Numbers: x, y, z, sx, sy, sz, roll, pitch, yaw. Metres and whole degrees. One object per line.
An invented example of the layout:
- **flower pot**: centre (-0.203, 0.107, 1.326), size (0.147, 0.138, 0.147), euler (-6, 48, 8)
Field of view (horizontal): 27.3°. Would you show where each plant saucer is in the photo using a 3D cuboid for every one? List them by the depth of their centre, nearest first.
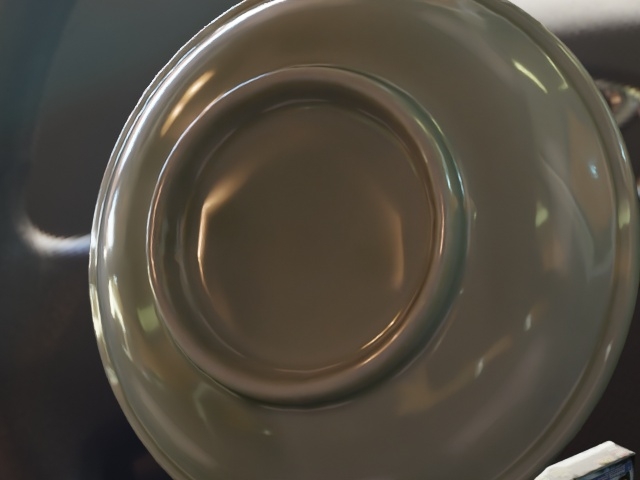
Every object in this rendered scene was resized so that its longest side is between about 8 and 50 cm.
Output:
- **plant saucer**: centre (0.000, 0.000, 0.862), size (0.401, 0.400, 0.100), euler (-9, -13, 22)

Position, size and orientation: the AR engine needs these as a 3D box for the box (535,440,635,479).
- **box**: centre (0.159, 0.202, 0.904), size (0.137, 0.093, 0.027), euler (-15, 24, -34)
